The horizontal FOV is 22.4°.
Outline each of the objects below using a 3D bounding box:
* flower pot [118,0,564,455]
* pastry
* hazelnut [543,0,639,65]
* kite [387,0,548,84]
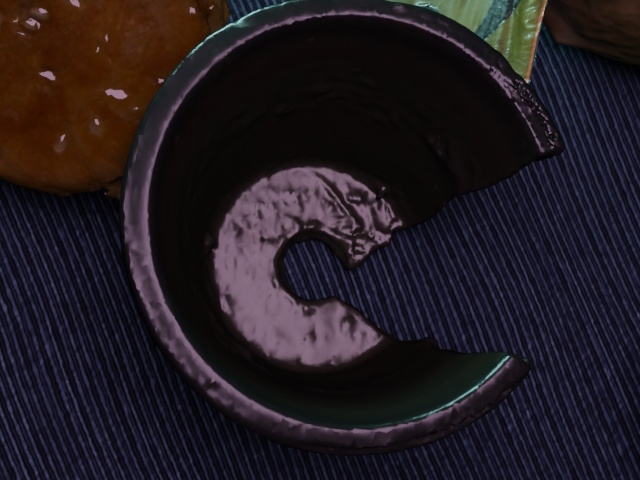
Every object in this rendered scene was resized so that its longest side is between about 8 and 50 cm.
[{"bbox_3d":[0.000,0.000,1.396,0.379,0.251,0.379,2,81,-9],"label":"flower pot"},{"bbox_3d":[-0.220,-0.198,1.423,0.284,0.184,0.315,-3,107,2],"label":"pastry"},{"bbox_3d":[0.305,-0.281,1.538,0.261,0.261,0.241,42,100,1],"label":"hazelnut"},{"bbox_3d":[0.080,-0.235,1.503,0.327,0.013,0.377,-34,58,14],"label":"kite"}]
